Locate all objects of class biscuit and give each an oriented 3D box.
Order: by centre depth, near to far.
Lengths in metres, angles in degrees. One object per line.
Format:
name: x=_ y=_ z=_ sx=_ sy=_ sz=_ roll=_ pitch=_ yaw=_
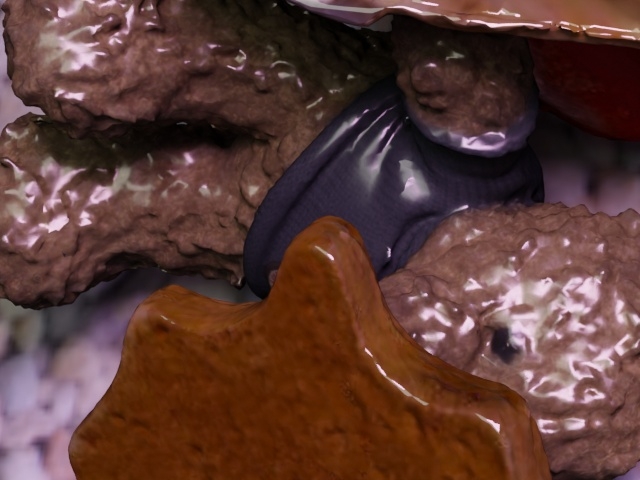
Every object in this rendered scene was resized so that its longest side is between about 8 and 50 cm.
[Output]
biscuit: x=0.001 y=0.094 z=0.574 sx=0.182 sy=0.034 sz=0.215 roll=16 pitch=116 yaw=28

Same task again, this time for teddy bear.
teddy bear: x=0.010 y=-0.012 z=0.625 sx=0.251 sy=0.182 sz=0.129 roll=33 pitch=46 yaw=16

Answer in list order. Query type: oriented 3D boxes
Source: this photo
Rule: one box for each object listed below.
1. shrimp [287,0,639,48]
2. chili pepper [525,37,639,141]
shrimp: x=0.074 y=-0.124 z=0.527 sx=0.221 sy=0.110 sz=0.445 roll=-44 pitch=77 yaw=-3
chili pepper: x=0.037 y=-0.136 z=0.645 sx=0.252 sy=0.136 sz=0.144 roll=46 pitch=131 yaw=25
